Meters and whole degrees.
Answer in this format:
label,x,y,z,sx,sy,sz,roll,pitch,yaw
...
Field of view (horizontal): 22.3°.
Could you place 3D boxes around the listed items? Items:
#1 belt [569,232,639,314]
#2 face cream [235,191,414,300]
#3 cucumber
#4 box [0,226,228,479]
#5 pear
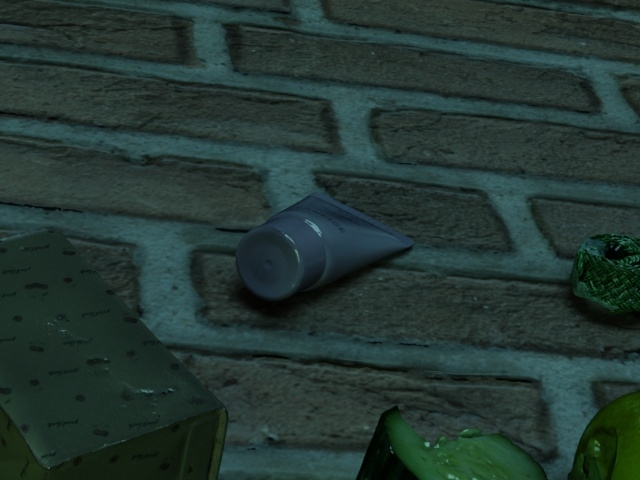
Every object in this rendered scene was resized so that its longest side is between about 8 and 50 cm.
label,x,y,z,sx,sy,sz,roll,pitch,yaw
belt,0.379,0.049,2.063,0.121,0.079,0.151,28,23,36
face cream,0.000,0.000,1.984,0.154,0.096,0.274,24,22,19
cucumber,0.131,0.263,1.613,0.191,0.130,0.191,14,33,-9
box,-0.253,0.171,1.505,0.190,0.225,0.297,-18,45,-36
pear,0.339,0.234,1.631,0.164,0.238,0.255,6,36,-3
